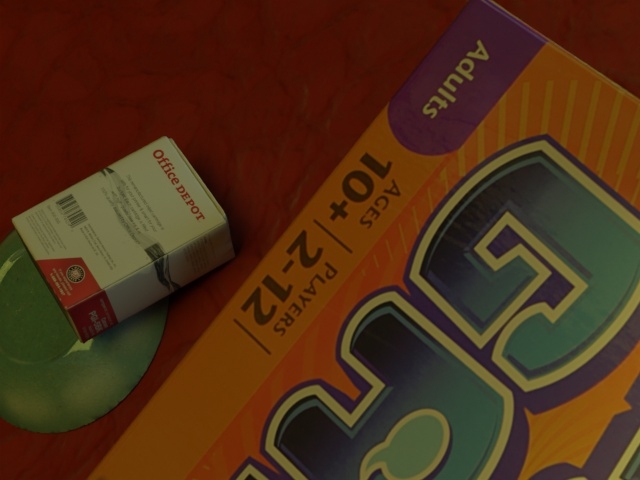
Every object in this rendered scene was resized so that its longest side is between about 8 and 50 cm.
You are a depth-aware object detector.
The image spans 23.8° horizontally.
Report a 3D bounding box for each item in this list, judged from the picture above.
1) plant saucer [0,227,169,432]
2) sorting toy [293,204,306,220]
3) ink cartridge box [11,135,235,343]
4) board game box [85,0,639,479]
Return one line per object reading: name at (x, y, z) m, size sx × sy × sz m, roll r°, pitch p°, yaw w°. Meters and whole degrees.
plant saucer at (-0.210, 0.052, 1.189) m, size 0.195 × 0.037 × 0.195 m, roll -9°, pitch 69°, yaw 26°
sorting toy at (0.000, 0.000, 1.084) m, size 0.042 × 0.061 × 0.102 m, roll 41°, pitch 133°, yaw 4°
ink cartridge box at (-0.146, -0.002, 1.134) m, size 0.135 × 0.056 × 0.099 m, roll -29°, pitch 58°, yaw -12°
board game box at (0.153, 0.167, 0.770) m, size 0.356 × 0.356 × 0.356 m, roll 41°, pitch 93°, yaw 32°
